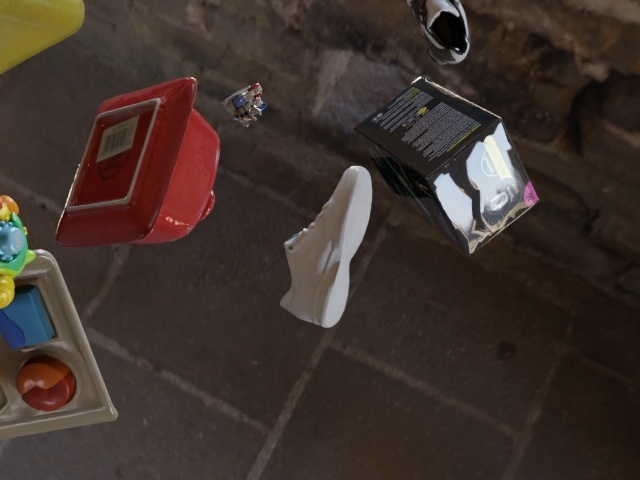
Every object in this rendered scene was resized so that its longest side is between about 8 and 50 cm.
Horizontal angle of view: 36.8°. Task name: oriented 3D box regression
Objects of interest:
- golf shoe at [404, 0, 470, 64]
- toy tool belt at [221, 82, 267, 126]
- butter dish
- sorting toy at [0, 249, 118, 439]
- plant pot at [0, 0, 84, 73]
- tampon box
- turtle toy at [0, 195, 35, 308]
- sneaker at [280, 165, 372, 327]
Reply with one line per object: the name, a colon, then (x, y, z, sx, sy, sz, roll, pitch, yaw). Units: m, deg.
golf shoe: (0.143, -0.320, 1.237, 0.077, 0.094, 0.198, -32, 103, 2)
toy tool belt: (-0.099, -0.190, 1.360, 0.052, 0.083, 0.051, -42, 108, -32)
butter dish: (-0.150, -0.054, 0.897, 0.118, 0.160, 0.160, 29, 67, -40)
sorting toy: (-0.404, 0.139, 1.080, 0.307, 0.229, 0.041, -12, 24, 13)
plant pot: (-0.265, -0.145, 0.409, 0.212, 0.187, 0.212, -27, 96, 7)
tampon box: (0.135, -0.084, 1.037, 0.101, 0.120, 0.161, -38, 36, -5)
turtle toy: (-0.261, -0.010, 0.676, 0.130, 0.066, 0.095, 19, 20, -32)
sneaker: (0.000, 0.000, 1.244, 0.094, 0.080, 0.212, 17, 91, 25)
